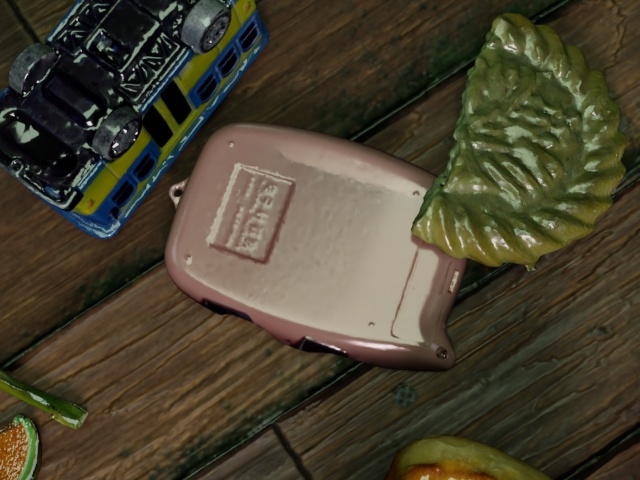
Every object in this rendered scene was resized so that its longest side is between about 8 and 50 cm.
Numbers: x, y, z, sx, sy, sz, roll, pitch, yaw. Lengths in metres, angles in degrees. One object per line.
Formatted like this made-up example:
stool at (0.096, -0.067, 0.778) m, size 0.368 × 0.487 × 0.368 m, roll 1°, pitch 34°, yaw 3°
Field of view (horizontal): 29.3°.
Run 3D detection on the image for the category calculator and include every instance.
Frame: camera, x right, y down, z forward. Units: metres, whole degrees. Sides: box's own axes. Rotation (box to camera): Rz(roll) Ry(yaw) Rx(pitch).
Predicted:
calculator at (0.000, 0.000, 1.221) m, size 0.330 × 0.048 × 0.220 m, roll 17°, pitch 81°, yaw 8°

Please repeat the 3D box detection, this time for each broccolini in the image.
broccolini at (-0.345, 0.118, 1.242) m, size 0.254 × 0.071 × 0.057 m, roll 29°, pitch 40°, yaw 4°

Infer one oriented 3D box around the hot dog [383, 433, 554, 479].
hot dog at (0.081, 0.379, 1.046) m, size 0.185 × 0.223 × 0.405 m, roll 23°, pitch 71°, yaw 8°

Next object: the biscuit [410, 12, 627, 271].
biscuit at (0.214, -0.092, 1.209) m, size 0.187 × 0.036 × 0.273 m, roll 20°, pitch 70°, yaw -3°

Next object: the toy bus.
toy bus at (-0.192, -0.158, 1.206) m, size 0.138 × 0.175 × 0.287 m, roll 36°, pitch 84°, yaw 11°

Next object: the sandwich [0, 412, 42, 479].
sandwich at (-0.310, 0.222, 1.215) m, size 0.069 × 0.026 × 0.101 m, roll -2°, pitch 75°, yaw 9°
